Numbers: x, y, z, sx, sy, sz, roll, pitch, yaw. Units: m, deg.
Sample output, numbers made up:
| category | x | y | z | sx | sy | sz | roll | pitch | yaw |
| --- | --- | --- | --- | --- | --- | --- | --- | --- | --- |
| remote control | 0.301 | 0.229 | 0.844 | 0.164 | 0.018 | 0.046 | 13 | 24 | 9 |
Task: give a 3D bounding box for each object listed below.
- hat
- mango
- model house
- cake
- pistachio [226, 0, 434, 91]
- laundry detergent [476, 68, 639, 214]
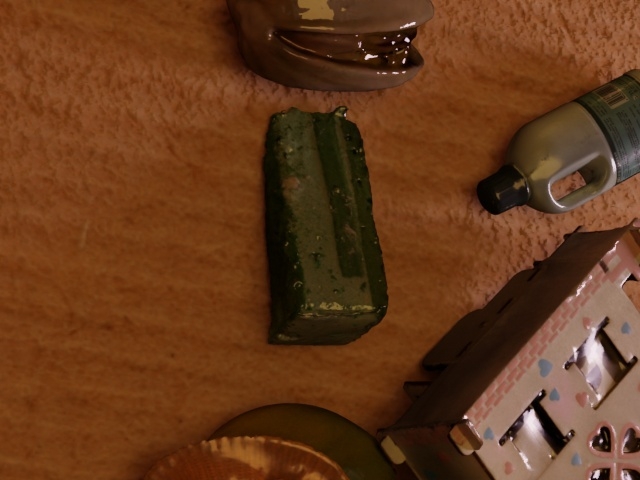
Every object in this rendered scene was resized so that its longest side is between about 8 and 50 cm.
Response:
| category | x | y | z | sx | sy | sz | roll | pitch | yaw |
| --- | --- | --- | --- | --- | --- | --- | --- | --- | --- |
| hat | -0.067 | 0.306 | 1.573 | 0.244 | 0.233 | 0.233 | -19 | 100 | -1 |
| mango | -0.018 | 0.211 | 1.727 | 0.191 | 0.085 | 0.122 | 23 | 78 | -17 |
| model house | 0.236 | 0.171 | 1.797 | 0.326 | 0.169 | 0.244 | -45 | 106 | -27 |
| cake | -0.006 | -0.010 | 1.797 | 0.100 | 0.099 | 0.235 | 2 | 60 | -19 |
| pistachio | 0.010 | -0.210 | 1.794 | 0.206 | 0.131 | 0.129 | 3 | 125 | -25 |
| laundry detergent | 0.256 | -0.087 | 1.883 | 0.225 | 0.070 | 0.099 | -28 | 98 | -23 |
